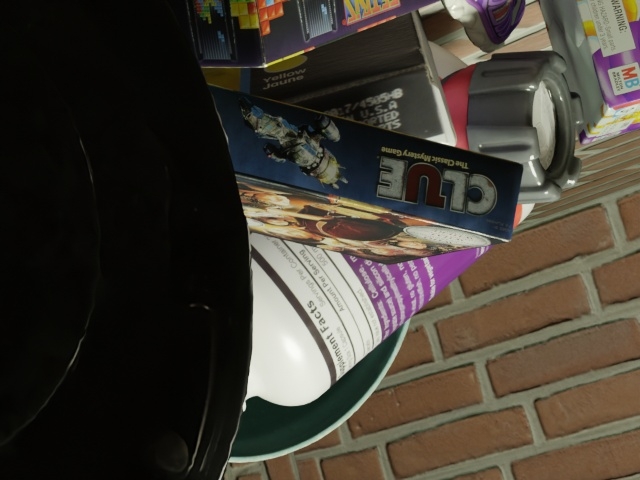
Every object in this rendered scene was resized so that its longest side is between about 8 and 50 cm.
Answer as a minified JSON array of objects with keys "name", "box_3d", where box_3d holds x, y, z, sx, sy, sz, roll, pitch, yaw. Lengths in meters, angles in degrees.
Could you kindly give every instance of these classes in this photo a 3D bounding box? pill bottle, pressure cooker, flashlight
[{"name":"pill bottle","box_3d":[0.000,0.000,1.383,0.323,0.181,0.181,-40,180,-15]},{"name":"pressure cooker","box_3d":[-0.277,0.037,0.707,0.370,0.375,0.420,23,149,-38]},{"name":"flashlight","box_3d":[0.023,-0.070,1.240,0.304,0.103,0.103,-1,171,30]}]

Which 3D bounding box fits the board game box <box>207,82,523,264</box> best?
[{"name":"board game box","box_3d":[-0.041,-0.038,0.927,0.243,0.042,0.165,13,171,-18]}]

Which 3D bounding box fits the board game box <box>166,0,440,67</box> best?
[{"name":"board game box","box_3d":[-0.050,-0.123,0.891,0.170,0.048,0.141,5,-160,40]}]

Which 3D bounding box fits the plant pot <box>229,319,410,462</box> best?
[{"name":"plant pot","box_3d":[-0.091,0.022,1.561,0.293,0.293,0.196,-12,-161,-28]}]

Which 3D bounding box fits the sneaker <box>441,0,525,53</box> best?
[{"name":"sneaker","box_3d":[0.117,-0.170,1.181,0.071,0.068,0.170,-23,172,12]}]

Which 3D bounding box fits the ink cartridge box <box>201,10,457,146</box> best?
[{"name":"ink cartridge box","box_3d":[-0.078,-0.093,1.167,0.304,0.072,0.307,-17,-157,5]}]

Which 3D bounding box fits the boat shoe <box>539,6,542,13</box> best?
[{"name":"boat shoe","box_3d":[0.202,-0.180,1.388,0.050,0.045,0.135,-16,174,-2]}]

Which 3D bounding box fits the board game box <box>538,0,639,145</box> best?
[{"name":"board game box","box_3d":[0.296,-0.175,1.212,0.275,0.142,0.144,-16,174,0]}]
